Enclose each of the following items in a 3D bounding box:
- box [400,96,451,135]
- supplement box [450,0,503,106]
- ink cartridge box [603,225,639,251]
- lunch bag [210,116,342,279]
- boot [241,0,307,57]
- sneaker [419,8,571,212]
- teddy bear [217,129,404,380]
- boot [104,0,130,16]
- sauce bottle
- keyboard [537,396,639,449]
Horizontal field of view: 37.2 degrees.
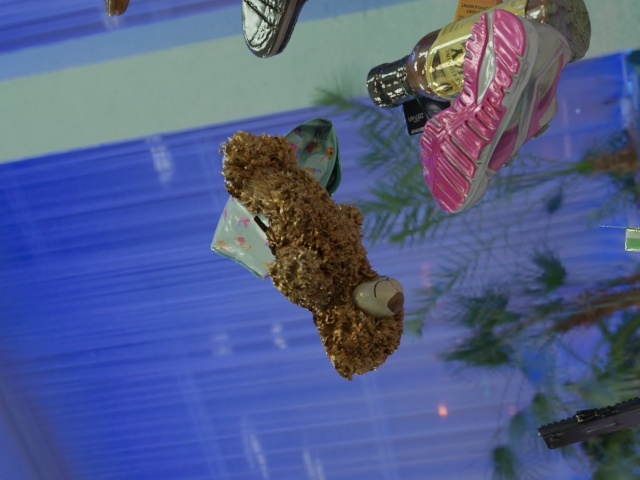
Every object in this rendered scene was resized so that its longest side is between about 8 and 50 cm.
[{"bbox_3d":[0.183,-0.223,1.636,0.018,0.083,0.067,-114,9,-66],"label":"box"},{"bbox_3d":[0.272,-0.334,1.737,0.080,0.078,0.233,23,-101,-71],"label":"supplement box"},{"bbox_3d":[0.705,0.001,1.955,0.235,0.171,0.056,-1,-86,-45],"label":"ink cartridge box"},{"bbox_3d":[-0.070,-0.089,1.787,0.262,0.160,0.223,-58,2,-34],"label":"lunch bag"},{"bbox_3d":[0.019,-0.514,1.760,0.138,0.284,0.377,37,122,39],"label":"boot"},{"bbox_3d":[0.194,-0.128,1.024,0.103,0.111,0.252,61,144,33],"label":"sneaker"},{"bbox_3d":[0.000,0.000,1.170,0.338,0.113,0.245,62,-165,23],"label":"teddy bear"},{"bbox_3d":[-0.280,-0.526,1.765,0.109,0.220,0.283,-16,63,65],"label":"boot"},{"bbox_3d":[0.210,-0.259,1.351,0.111,0.344,0.111,10,-106,-40],"label":"sauce bottle"},{"bbox_3d":[0.418,0.268,1.431,0.108,0.180,0.023,53,-160,-55],"label":"keyboard"}]
